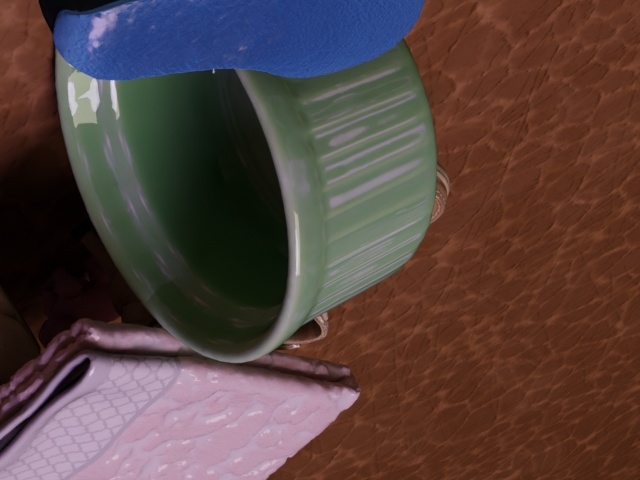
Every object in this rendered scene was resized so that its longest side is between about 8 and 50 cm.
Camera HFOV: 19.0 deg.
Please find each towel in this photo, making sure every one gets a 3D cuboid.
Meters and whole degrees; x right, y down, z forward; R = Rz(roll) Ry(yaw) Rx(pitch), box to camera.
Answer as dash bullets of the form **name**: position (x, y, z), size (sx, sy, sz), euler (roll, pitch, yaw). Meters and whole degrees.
- **towel**: position (-0.175, 0.190, 1.563), size (0.332, 0.053, 0.317), euler (-40, 147, 27)

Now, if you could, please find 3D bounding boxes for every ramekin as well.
- **ramekin**: position (-0.052, -0.076, 1.393), size (0.148, 0.303, 0.303), euler (-23, 155, -31)

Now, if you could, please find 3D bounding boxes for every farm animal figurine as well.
- **farm animal figurine**: position (-0.238, 0.104, 1.594), size (0.330, 0.172, 0.327), euler (-39, 165, 10)

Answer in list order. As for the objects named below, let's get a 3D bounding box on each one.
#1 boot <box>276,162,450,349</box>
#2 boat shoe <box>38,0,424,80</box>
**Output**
- **boot**: position (0.000, 0.000, 1.604), size (0.262, 0.203, 0.095), euler (13, 139, -26)
- **boat shoe**: position (-0.052, -0.163, 1.190), size (0.258, 0.089, 0.109), euler (-2, 133, -37)
